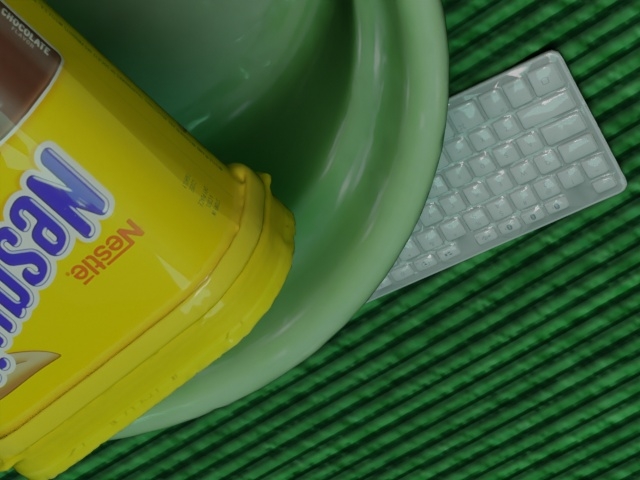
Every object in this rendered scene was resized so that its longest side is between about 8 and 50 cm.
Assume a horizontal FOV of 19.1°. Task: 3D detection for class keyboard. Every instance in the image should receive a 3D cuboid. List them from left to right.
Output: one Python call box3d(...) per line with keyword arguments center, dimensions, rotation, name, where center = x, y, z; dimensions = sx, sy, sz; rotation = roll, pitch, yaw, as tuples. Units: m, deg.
box3d(center=(0.000, 0.000, 0.815), dimensions=(0.256, 0.014, 0.072), rotation=(-24, 122, 16), name="keyboard")

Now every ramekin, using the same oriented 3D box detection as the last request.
box3d(center=(-0.109, -0.088, 0.671), dimensions=(0.303, 0.148, 0.303), rotation=(0, 125, 0), name="ramekin")

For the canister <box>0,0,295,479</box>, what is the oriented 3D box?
box3d(center=(-0.110, -0.018, 0.585), dimensions=(0.126, 0.073, 0.170), rotation=(-37, 116, 23), name="canister")
